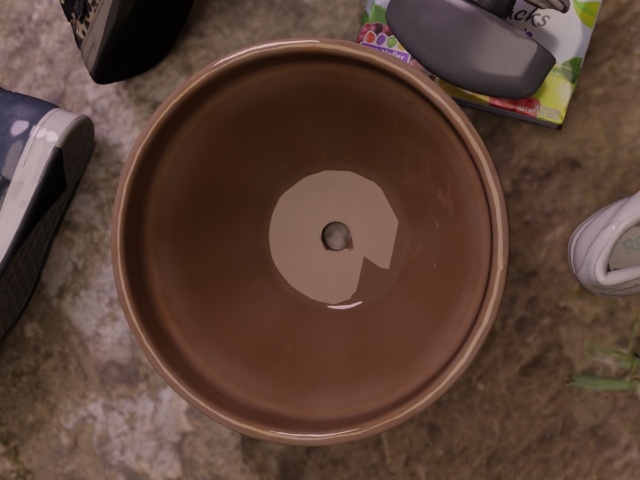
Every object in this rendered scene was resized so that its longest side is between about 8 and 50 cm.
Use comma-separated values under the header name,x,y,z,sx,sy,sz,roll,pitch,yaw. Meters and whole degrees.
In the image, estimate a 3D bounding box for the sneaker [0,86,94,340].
name,x,y,z,sx,sy,sz,roll,pitch,yaw
sneaker,-0.285,-0.018,0.577,0.163,0.086,0.226,24,89,1

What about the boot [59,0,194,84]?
name,x,y,z,sx,sy,sz,roll,pitch,yaw
boot,-0.136,-0.235,0.500,0.178,0.085,0.236,56,138,10

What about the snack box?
name,x,y,z,sx,sy,sz,roll,pitch,yaw
snack box,0.100,-0.137,0.505,0.141,0.037,0.100,17,95,15

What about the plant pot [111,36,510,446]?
name,x,y,z,sx,sy,sz,roll,pitch,yaw
plant pot,0.000,0.000,0.501,0.237,0.110,0.237,1,92,15

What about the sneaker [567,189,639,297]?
name,x,y,z,sx,sy,sz,roll,pitch,yaw
sneaker,0.238,-0.035,0.446,0.212,0.094,0.080,-42,81,12

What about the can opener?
name,x,y,z,sx,sy,sz,roll,pitch,yaw
can opener,0.023,-0.184,0.469,0.280,0.074,0.093,40,108,27
